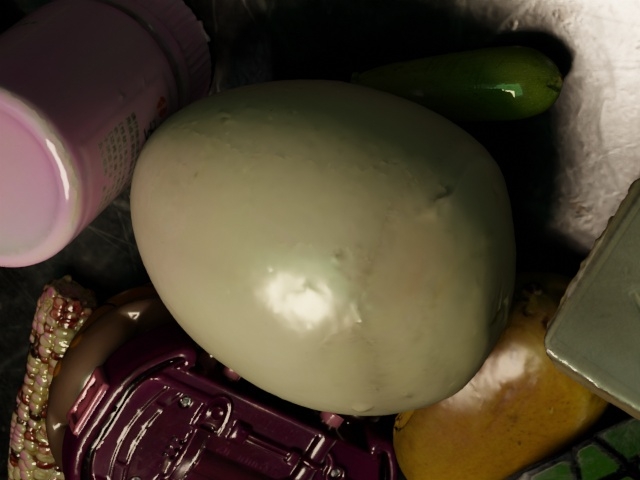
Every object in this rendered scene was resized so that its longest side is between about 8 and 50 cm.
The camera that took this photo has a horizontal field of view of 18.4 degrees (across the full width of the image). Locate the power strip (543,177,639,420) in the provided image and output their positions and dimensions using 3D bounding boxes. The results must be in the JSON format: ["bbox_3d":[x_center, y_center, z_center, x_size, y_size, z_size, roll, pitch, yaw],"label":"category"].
[{"bbox_3d":[0.319,0.074,1.737,0.213,0.064,0.198,34,80,4],"label":"power strip"}]

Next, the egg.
[{"bbox_3d":[0.000,0.000,1.697,0.345,0.283,0.283,19,123,9],"label":"egg"}]

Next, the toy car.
[{"bbox_3d":[-0.106,0.184,1.920,0.341,0.240,0.271,29,101,-25],"label":"toy car"}]

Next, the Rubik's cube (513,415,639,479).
[{"bbox_3d":[0.294,0.308,1.789,0.264,0.319,0.319,1,121,53],"label":"Rubik's cube"}]

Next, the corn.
[{"bbox_3d":[-0.271,0.163,2.058,0.092,0.092,0.280,20,119,12],"label":"corn"}]

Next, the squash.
[{"bbox_3d":[0.116,-0.137,1.745,0.201,0.066,0.066,1,117,26],"label":"squash"}]

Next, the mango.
[{"bbox_3d":[0.166,0.139,1.825,0.167,0.130,0.262,39,117,-17],"label":"mango"}]

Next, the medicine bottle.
[{"bbox_3d":[-0.229,-0.114,1.760,0.178,0.290,0.178,10,119,18],"label":"medicine bottle"}]
